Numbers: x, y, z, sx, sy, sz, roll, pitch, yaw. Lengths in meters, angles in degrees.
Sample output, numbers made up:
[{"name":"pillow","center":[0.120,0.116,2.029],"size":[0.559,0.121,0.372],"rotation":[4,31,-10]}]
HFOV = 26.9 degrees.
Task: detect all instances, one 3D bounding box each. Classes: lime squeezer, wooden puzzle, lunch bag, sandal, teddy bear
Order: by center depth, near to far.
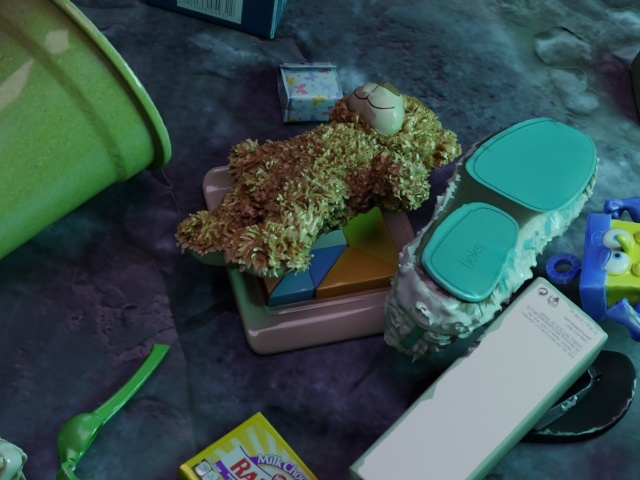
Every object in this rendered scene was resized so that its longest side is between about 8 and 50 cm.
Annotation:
[{"name":"lime squeezer","center":[-0.205,0.235,1.301],"size":[0.110,0.059,0.310],"rotation":[21,47,-31]},{"name":"sandal","center":[0.219,0.165,1.397],"size":[0.254,0.054,0.097],"rotation":[-9,58,-14]},{"name":"teddy bear","center":[-0.002,-0.070,1.415],"size":[0.338,0.113,0.245],"rotation":[-29,23,-17]},{"name":"wooden puzzle","center":[0.000,0.000,1.485],"size":[0.220,0.044,0.239],"rotation":[-9,58,-15]},{"name":"lunch bag","center":[-0.015,-0.185,1.605],"size":[0.071,0.053,0.083],"rotation":[-1,47,-10]}]

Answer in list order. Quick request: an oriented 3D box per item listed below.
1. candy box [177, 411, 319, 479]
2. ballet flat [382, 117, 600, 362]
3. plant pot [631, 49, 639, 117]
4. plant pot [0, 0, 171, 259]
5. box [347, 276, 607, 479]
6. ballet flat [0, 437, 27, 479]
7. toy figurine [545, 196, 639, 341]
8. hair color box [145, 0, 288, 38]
[{"name":"candy box","center":[-0.037,0.271,1.305],"size":[0.105,0.027,0.206],"rotation":[-32,66,-29]},{"name":"ballet flat","center":[0.173,-0.005,1.447],"size":[0.147,0.147,0.409],"rotation":[32,40,14]},{"name":"plant pot","center":[0.446,-0.190,1.647],"size":[0.109,0.109,0.096],"rotation":[11,67,-1]},{"name":"plant pot","center":[-0.342,-0.102,1.396],"size":[0.276,0.276,0.254],"rotation":[40,71,18]},{"name":"box","center":[0.152,0.171,1.313],"size":[0.275,0.113,0.094],"rotation":[-42,73,-17]},{"name":"ballet flat","center":[-0.291,0.242,1.250],"size":[0.086,0.086,0.248],"rotation":[-28,68,-24]},{"name":"toy figurine","center":[0.346,0.073,1.426],"size":[0.217,0.191,0.363],"rotation":[6,53,13]},{"name":"hair color box","center":[-0.089,-0.435,1.733],"size":[0.173,0.105,0.347],"rotation":[17,55,3]}]
